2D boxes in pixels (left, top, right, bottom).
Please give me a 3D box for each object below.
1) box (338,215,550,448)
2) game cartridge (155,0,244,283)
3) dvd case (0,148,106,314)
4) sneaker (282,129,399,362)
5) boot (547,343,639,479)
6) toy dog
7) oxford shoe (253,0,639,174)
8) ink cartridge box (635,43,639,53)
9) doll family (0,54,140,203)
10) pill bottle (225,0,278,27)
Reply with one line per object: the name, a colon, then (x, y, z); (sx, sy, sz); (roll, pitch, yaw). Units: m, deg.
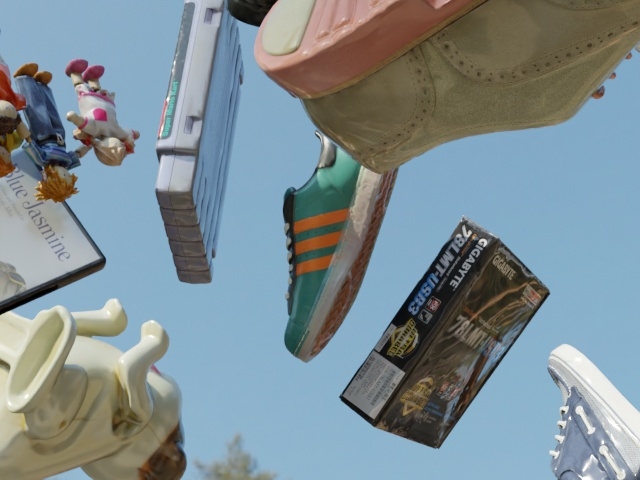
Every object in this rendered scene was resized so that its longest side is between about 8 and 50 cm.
box: (0.181, 0.139, 1.674); (0.293, 0.073, 0.295); (-54, -28, 0)
game cartridge: (-0.155, -0.152, 1.567); (0.068, 0.355, 0.230); (1, -31, 8)
dvd case: (-0.390, 0.005, 1.345); (0.253, 0.180, 0.022); (-26, -20, -36)
sneaker: (0.000, 0.000, 1.539); (0.121, 0.302, 0.108); (21, 1, 16)
boot: (0.219, 0.160, 1.014); (0.086, 0.190, 0.069); (-37, -63, 0)
toy dog: (-0.376, 0.279, 1.921); (0.284, 0.396, 0.408); (6, -14, 39)
oxford shoe: (0.158, -0.161, 0.743); (0.396, 0.141, 0.146); (-20, -51, 27)
ink cartridge box: (0.443, -0.239, 1.428); (0.218, 0.158, 0.092); (39, -65, 0)
doll family: (-0.330, -0.128, 1.366); (0.118, 0.163, 0.263); (-31, -25, 27)
pill bottle: (-0.040, -0.328, 1.192); (0.122, 0.123, 0.219); (4, -55, -7)
